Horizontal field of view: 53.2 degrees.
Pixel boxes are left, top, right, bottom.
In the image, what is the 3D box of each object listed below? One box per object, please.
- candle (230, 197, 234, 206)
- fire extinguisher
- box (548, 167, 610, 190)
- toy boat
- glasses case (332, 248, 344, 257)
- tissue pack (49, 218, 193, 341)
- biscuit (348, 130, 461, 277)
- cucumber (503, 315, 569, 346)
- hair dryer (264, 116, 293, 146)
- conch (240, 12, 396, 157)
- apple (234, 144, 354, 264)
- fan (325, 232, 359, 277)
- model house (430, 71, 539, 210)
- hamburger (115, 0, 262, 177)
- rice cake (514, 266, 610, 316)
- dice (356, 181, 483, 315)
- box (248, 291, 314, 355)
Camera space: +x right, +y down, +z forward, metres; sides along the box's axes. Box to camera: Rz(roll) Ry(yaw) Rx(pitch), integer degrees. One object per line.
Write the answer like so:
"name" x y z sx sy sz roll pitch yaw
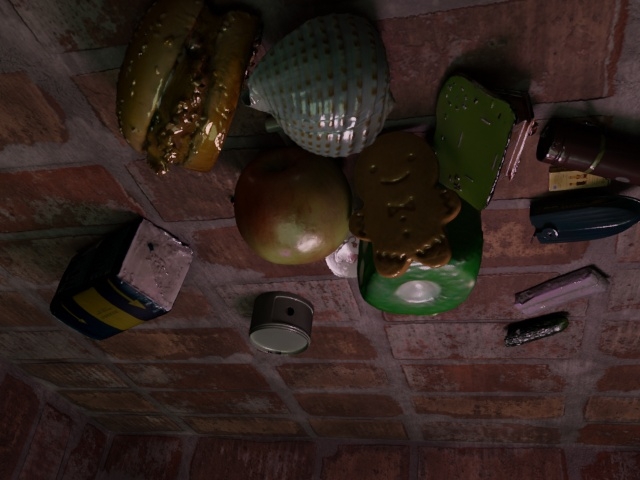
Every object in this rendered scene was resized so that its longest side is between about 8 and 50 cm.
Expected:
"candle" -0.219 -0.074 1.924 0.026 0.021 0.167 15 157 40
"fire extinguisher" 0.690 -0.201 1.489 0.341 0.105 0.141 13 146 -2
"box" 0.660 -0.161 1.628 0.149 0.020 0.073 -3 143 15
"toy boat" 0.697 -0.064 1.666 0.296 0.122 0.114 -9 123 39
"glasses case" 0.000 0.000 1.934 0.234 0.079 0.064 28 132 -26
"tissue pack" -0.651 0.132 2.092 0.416 0.264 0.253 -25 129 36
"biscuit" 0.192 -0.093 1.520 0.275 0.355 0.052 -11 166 21
"cucumber" 0.758 0.314 2.243 0.241 0.074 0.074 -25 134 36
"hair dryer" -0.089 -0.268 1.612 0.063 0.038 0.124 -7 148 20
"conch" 0.023 -0.299 1.330 0.319 0.215 0.303 -21 151 -29
"apple" -0.069 -0.096 1.621 0.319 0.319 0.277 3 123 7
"fan" 0.051 0.002 1.896 0.329 0.009 0.191 29 105 -26
"model house" 0.384 -0.251 1.483 0.154 0.207 0.294 -29 145 -28
"hamburger" -0.311 -0.299 1.397 0.268 0.287 0.445 19 140 -15
"rice cake" 0.763 0.168 2.051 0.106 0.050 0.298 30 140 -29
"dice" 0.256 0.012 1.716 0.287 0.300 0.297 6 144 -3
"box" -0.142 0.307 2.340 0.226 0.149 0.226 4 145 3
